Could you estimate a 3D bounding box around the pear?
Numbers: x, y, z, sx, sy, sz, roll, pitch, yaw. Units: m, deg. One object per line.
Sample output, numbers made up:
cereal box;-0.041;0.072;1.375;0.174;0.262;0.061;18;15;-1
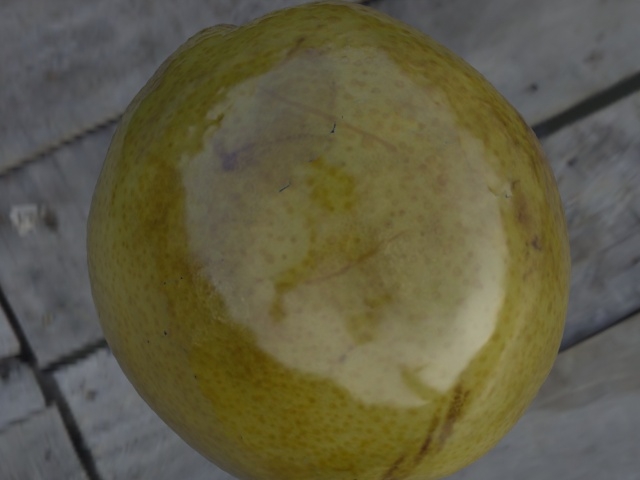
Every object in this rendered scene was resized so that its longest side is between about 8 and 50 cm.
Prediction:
pear;0.000;0.000;0.787;0.209;0.209;0.208;2;76;-7
